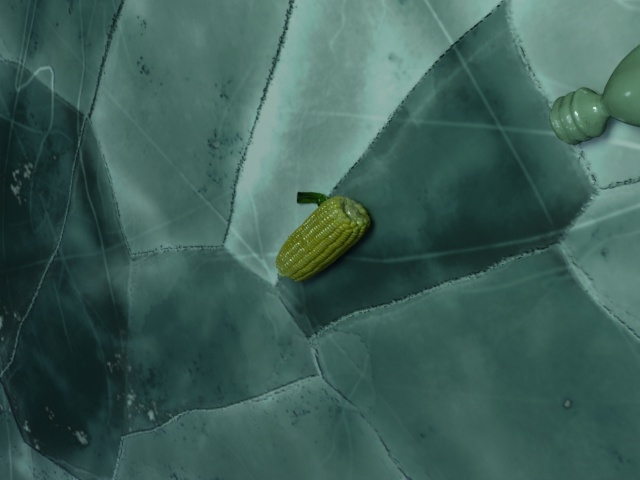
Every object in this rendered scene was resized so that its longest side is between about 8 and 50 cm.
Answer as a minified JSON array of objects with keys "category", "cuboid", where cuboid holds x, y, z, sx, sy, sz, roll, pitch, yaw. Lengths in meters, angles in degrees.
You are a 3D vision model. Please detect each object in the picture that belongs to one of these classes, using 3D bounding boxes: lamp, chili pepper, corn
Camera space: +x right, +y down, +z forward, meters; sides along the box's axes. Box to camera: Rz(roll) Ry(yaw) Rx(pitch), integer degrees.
[{"category":"lamp","cuboid":[0.355,-0.166,1.089,0.193,0.106,0.106,-19,89,48]},{"category":"chili pepper","cuboid":[-0.001,-0.056,1.420,0.083,0.022,0.027,24,80,31]},{"category":"corn","cuboid":[0.000,0.000,1.391,0.165,0.085,0.063,-42,61,37]}]
